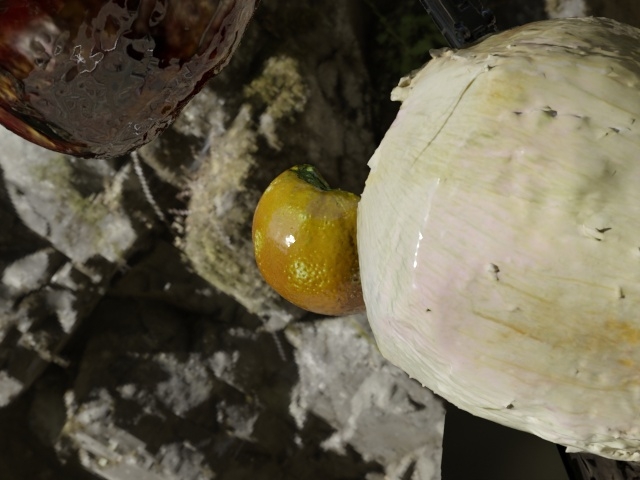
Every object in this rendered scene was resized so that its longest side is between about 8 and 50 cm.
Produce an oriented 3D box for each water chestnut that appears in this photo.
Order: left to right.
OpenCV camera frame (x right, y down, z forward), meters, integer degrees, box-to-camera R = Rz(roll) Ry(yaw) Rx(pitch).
[{"bbox_3d":[-0.186,-0.231,0.673,0.335,0.335,0.347,-51,-14,12],"label":"water chestnut"}]

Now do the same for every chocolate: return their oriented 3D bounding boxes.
[{"bbox_3d":[0.240,0.230,0.803,0.206,0.177,0.224,124,138,-54],"label":"chocolate"}]

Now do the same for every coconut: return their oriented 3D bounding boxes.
[{"bbox_3d":[0.156,-0.012,0.614,0.297,0.254,0.297,18,-90,-81],"label":"coconut"}]

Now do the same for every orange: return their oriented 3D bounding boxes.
[{"bbox_3d":[-0.003,0.003,1.152,0.158,0.179,0.237,-28,46,-28],"label":"orange"}]

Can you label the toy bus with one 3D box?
[{"bbox_3d":[0.118,-0.211,0.774,0.037,0.130,0.052,-34,0,-7],"label":"toy bus"}]
